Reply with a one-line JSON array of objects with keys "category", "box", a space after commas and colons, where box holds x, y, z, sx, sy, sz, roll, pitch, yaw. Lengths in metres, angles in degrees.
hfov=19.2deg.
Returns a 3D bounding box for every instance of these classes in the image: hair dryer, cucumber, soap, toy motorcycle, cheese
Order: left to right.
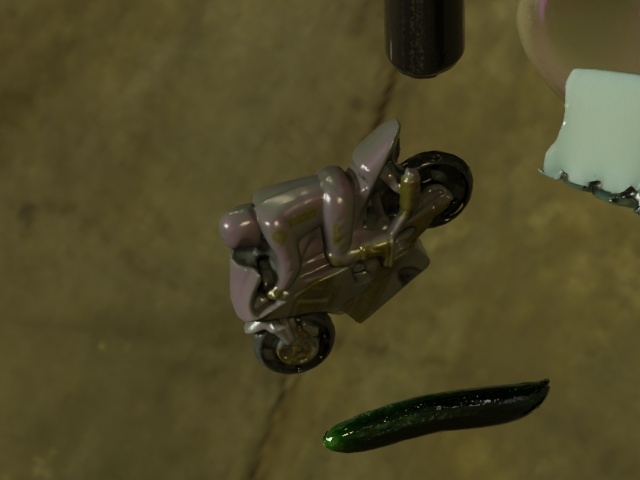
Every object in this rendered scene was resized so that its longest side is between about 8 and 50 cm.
[{"category": "toy motorcycle", "box": [0.000, 0.000, 1.406, 0.225, 0.152, 0.073, -48, 34, 18]}, {"category": "hair dryer", "box": [0.073, -0.260, 1.693, 0.071, 0.114, 0.248, -10, 44, -5]}, {"category": "cucumber", "box": [0.088, 0.125, 1.372, 0.036, 0.184, 0.033, 113, 144, -57]}, {"category": "cheese", "box": [0.287, -0.140, 1.463, 0.286, 0.082, 0.163, 34, 116, 15]}, {"category": "soap", "box": [0.301, -0.048, 1.298, 0.150, 0.261, 0.094, 30, 106, 62]}]
